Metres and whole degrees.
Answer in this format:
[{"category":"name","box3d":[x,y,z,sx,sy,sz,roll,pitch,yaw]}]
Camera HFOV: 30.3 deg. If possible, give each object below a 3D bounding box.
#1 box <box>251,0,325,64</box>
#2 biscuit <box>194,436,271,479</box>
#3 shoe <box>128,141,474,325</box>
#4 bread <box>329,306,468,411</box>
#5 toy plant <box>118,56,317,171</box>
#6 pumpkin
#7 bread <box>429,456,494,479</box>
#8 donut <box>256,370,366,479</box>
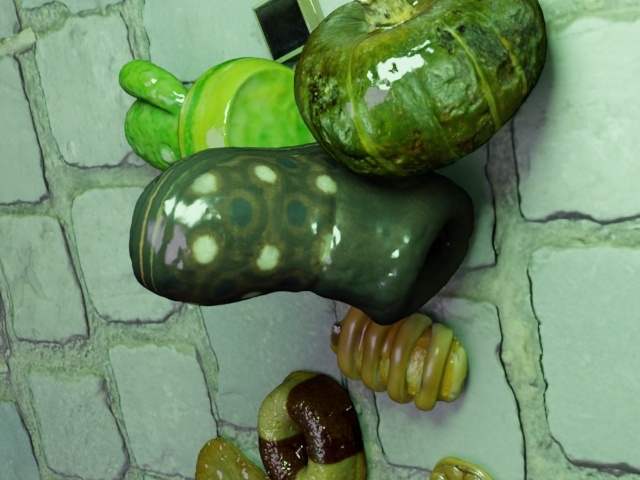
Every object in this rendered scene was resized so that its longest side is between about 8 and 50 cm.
[{"category":"box","box3d":[-0.035,-0.262,1.420,0.079,0.035,0.083,-21,92,45]},{"category":"biscuit","box3d":[-0.091,0.382,1.718,0.247,0.029,0.118,36,120,28]},{"category":"shoe","box3d":[0.000,0.000,1.243,0.237,0.384,0.171,26,114,33]},{"category":"bread","box3d":[0.092,0.135,1.421,0.177,0.084,0.119,24,121,30]},{"category":"toy plant","box3d":[-0.150,-0.132,1.489,0.316,0.184,0.224,2,129,52]},{"category":"pumpkin","box3d":[0.088,-0.185,1.182,0.260,0.260,0.189,-6,131,44]},{"category":"bread","box3d":[0.177,0.315,1.448,0.110,0.024,0.110,15,114,37]},{"category":"donut","box3d":[-0.017,0.269,1.579,0.166,0.073,0.184,17,115,41]}]
